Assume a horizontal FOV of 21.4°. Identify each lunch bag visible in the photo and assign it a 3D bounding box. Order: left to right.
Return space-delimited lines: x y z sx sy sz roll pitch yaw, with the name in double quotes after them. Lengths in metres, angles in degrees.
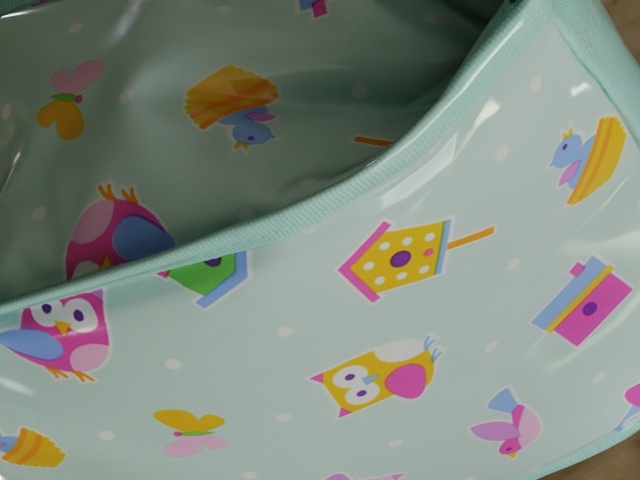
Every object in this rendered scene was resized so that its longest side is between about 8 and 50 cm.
0.000 0.000 0.575 0.262 0.223 0.160 -18 -128 22 "lunch bag"
